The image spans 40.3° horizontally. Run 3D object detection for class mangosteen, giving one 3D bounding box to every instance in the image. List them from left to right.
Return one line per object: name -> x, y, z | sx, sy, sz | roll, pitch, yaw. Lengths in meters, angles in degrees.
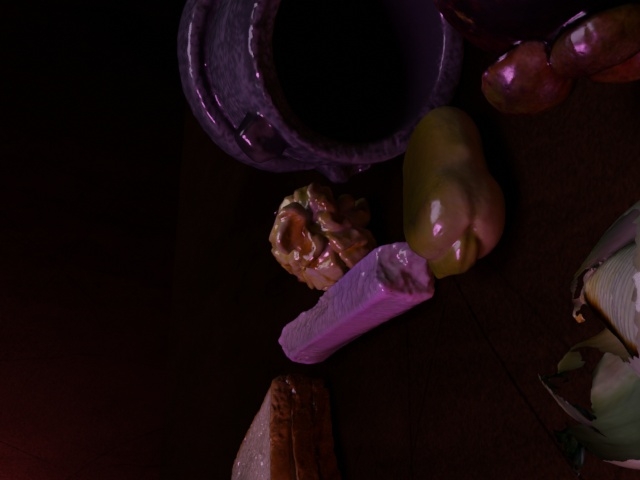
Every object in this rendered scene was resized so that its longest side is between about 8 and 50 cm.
mangosteen -> 0.161, -0.200, 0.570 | 0.210, 0.209, 0.210 | -174, 90, -73

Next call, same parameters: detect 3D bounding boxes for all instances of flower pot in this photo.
flower pot -> -0.009, -0.194, 0.979 | 0.283, 0.299, 0.299 | 24, 107, 63

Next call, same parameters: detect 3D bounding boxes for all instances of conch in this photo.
conch -> 0.180, 0.058, 0.485 | 0.250, 0.137, 0.144 | 131, 141, -61

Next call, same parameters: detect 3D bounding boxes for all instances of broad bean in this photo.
broad bean -> 0.122, -0.043, 0.822 | 0.174, 0.082, 0.124 | -89, 16, -51

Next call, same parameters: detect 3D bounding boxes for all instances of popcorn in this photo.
popcorn -> 0.000, 0.000, 1.091 | 0.135, 0.162, 0.141 | -25, 97, 35

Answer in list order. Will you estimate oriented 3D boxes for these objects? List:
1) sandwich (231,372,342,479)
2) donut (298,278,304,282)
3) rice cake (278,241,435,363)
sandwich -> -0.058, 0.356, 1.198 | 0.288, 0.099, 0.254 | 116, 155, -45
donut -> -0.010, 0.013, 1.234 | 0.038, 0.067, 0.083 | -79, -27, -54
rice cake -> 0.033, 0.088, 1.056 | 0.399, 0.070, 0.064 | 134, 135, -63
